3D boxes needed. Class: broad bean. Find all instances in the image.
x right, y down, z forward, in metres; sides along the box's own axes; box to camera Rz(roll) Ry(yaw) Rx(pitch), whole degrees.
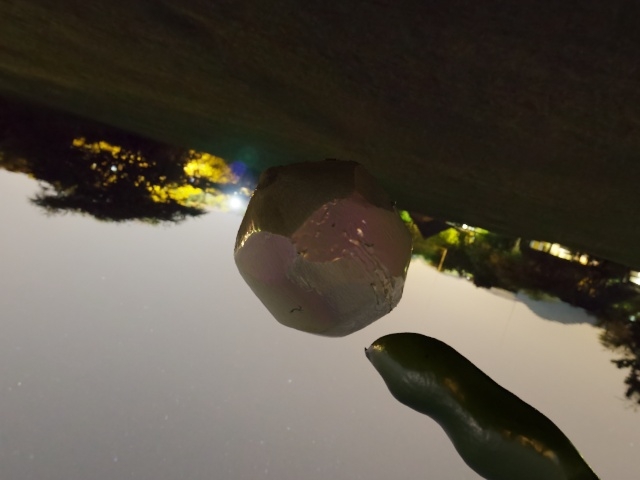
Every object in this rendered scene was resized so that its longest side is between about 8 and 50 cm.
[{"bbox_3d":[0.170,0.160,0.390,0.318,0.098,0.056,24,-154,22],"label":"broad bean"}]

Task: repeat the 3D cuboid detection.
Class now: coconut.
[{"bbox_3d":[0.001,-0.001,0.684,0.230,0.227,0.227,57,168,-22],"label":"coconut"}]
